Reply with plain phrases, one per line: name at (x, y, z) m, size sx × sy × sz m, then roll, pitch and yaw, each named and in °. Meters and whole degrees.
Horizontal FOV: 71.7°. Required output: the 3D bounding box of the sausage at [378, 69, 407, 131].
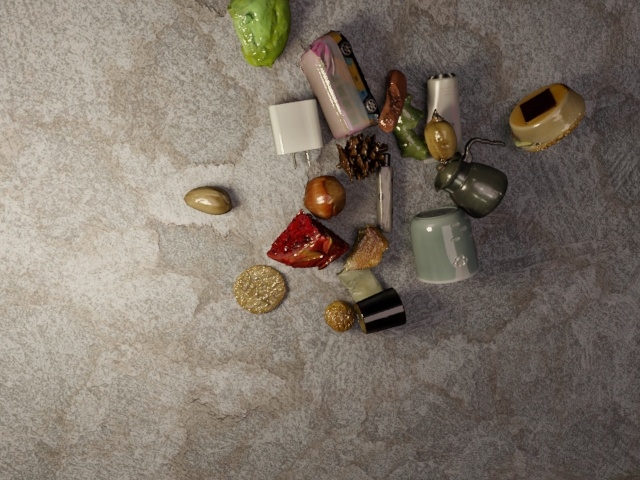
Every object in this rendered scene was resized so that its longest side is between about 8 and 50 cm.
sausage at (0.287, -0.555, 1.723) m, size 0.079 × 0.087 × 0.326 m, roll 55°, pitch 41°, yaw -48°

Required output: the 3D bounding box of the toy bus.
toy bus at (0.065, -0.583, 1.685) m, size 0.162 × 0.171 × 0.386 m, roll -35°, pitch 107°, yaw -29°

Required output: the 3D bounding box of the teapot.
teapot at (0.626, -0.269, 1.844) m, size 0.285 × 0.223 × 0.305 m, roll 27°, pitch 138°, yaw -9°

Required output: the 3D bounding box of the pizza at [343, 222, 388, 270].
pizza at (0.193, 0.046, 1.876) m, size 0.147 × 0.069 × 0.226 m, roll 25°, pitch 92°, yaw -14°

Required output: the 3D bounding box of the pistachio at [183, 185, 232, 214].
pistachio at (-0.433, -0.154, 1.716) m, size 0.186 × 0.126 × 0.108 m, roll 13°, pitch 55°, yaw -11°

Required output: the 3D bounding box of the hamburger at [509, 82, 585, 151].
hamburger at (0.941, -0.509, 1.846) m, size 0.170 × 0.302 × 0.302 m, roll 40°, pitch 90°, yaw -25°

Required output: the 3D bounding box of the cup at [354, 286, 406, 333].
cup at (0.258, 0.336, 1.899) m, size 0.177 × 0.166 × 0.239 m, roll -18°, pitch 120°, yaw -8°

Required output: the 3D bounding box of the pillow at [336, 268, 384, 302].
pillow at (0.184, 0.196, 1.944) m, size 0.148 × 0.050 × 0.229 m, roll -33°, pitch 109°, yaw 2°

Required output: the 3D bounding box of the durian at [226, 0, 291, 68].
durian at (-0.217, -0.799, 1.577) m, size 0.256 × 0.204 × 0.339 m, roll -53°, pitch 149°, yaw -26°

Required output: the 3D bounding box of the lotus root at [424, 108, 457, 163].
lotus root at (0.480, -0.420, 1.777) m, size 0.118 × 0.125 × 0.220 m, roll -33°, pitch 112°, yaw -43°

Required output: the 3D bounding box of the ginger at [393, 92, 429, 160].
ginger at (0.367, -0.466, 1.832) m, size 0.137 × 0.089 × 0.290 m, roll -16°, pitch 104°, yaw -4°

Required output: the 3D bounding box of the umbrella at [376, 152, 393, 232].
umbrella at (0.274, -0.199, 1.876) m, size 0.073 × 0.067 × 0.337 m, roll -5°, pitch 102°, yaw -15°

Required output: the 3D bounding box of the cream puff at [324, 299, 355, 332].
cream puff at (0.089, 0.334, 1.920) m, size 0.144 × 0.103 × 0.126 m, roll 43°, pitch 88°, yaw -22°

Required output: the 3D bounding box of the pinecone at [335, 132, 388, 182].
pinecone at (0.168, -0.342, 1.774) m, size 0.212 × 0.169 × 0.185 m, roll -37°, pitch 137°, yaw -15°

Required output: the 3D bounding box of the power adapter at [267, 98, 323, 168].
power adapter at (-0.092, -0.408, 1.726) m, size 0.187 × 0.124 × 0.255 m, roll -11°, pitch 102°, yaw -9°

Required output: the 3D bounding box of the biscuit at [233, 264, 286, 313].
biscuit at (-0.254, 0.207, 1.857) m, size 0.220 × 0.033 × 0.219 m, roll -2°, pitch 102°, yaw -10°

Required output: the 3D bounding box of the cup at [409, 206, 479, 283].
cup at (0.551, -0.007, 1.903) m, size 0.357 × 0.259 × 0.274 m, roll -26°, pitch 107°, yaw -39°

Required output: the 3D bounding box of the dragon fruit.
dragon fruit at (0.000, 0.000, 1.788) m, size 0.330 × 0.302 × 0.240 m, roll 7°, pitch 86°, yaw -40°

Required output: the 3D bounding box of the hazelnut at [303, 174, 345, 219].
hazelnut at (0.016, -0.170, 1.776) m, size 0.182 × 0.182 × 0.182 m, roll -2°, pitch 101°, yaw -12°

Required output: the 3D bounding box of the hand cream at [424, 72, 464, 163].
hand cream at (0.514, -0.509, 1.853) m, size 0.186 × 0.118 × 0.358 m, roll -12°, pitch 112°, yaw -9°
